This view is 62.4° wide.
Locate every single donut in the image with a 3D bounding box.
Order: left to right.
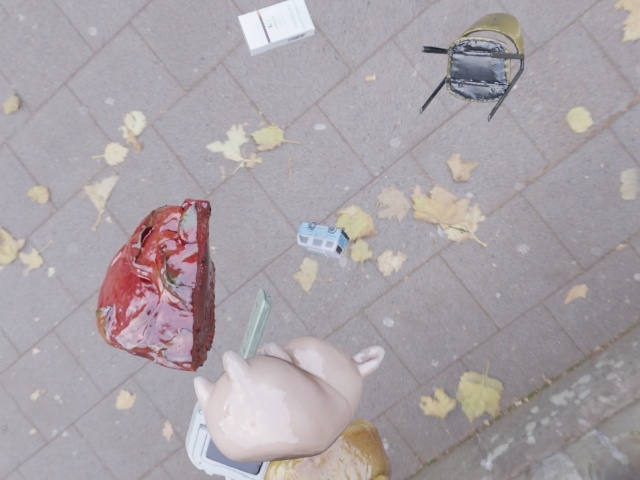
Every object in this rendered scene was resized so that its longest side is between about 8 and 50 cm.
[{"bbox_3d":[0.019,0.511,1.139,0.299,0.317,0.150,-45,56,13],"label":"donut"}]

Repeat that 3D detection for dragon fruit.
[{"bbox_3d":[-0.345,0.074,1.053,0.286,0.228,0.329,11,103,2],"label":"dragon fruit"}]

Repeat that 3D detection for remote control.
[{"bbox_3d":[-0.199,0.286,1.522,0.038,0.090,0.310,13,108,-21],"label":"remote control"}]

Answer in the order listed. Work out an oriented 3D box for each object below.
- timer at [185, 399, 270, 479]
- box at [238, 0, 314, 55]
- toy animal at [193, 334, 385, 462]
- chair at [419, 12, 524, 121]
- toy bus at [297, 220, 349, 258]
[{"bbox_3d":[-0.187,0.474,1.262,0.262,0.087,0.237,19,109,2],"label":"timer"},{"bbox_3d":[-0.098,-0.483,1.190,0.154,0.040,0.084,-20,89,-4],"label":"box"},{"bbox_3d":[-0.034,0.206,0.694,0.166,0.250,0.154,-38,70,31],"label":"toy animal"},{"bbox_3d":[0.341,-0.383,1.149,0.158,0.247,0.172,17,127,32],"label":"chair"},{"bbox_3d":[0.000,0.000,1.302,0.123,0.060,0.075,12,70,29],"label":"toy bus"}]
